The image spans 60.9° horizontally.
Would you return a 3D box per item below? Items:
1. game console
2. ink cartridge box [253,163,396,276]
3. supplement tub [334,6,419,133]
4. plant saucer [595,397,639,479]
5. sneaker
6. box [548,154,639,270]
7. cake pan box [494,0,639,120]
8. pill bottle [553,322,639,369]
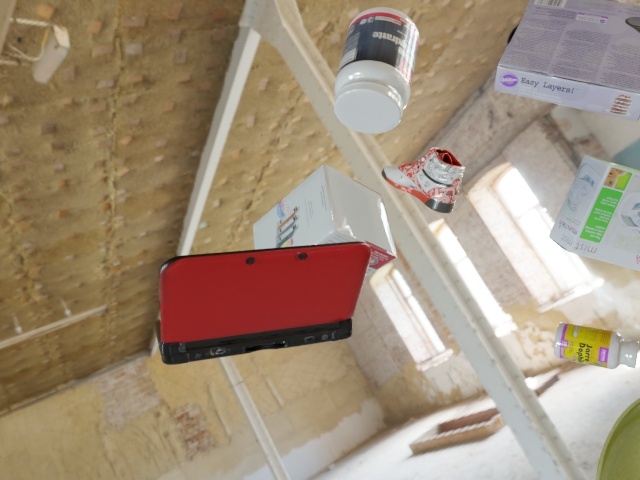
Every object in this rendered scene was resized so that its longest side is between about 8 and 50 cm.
[{"bbox_3d":[-0.050,0.038,0.412,0.144,0.085,0.124,-4,10,-20],"label":"game console"},{"bbox_3d":[0.000,0.000,0.830,0.128,0.127,0.176,22,-45,-36],"label":"ink cartridge box"},{"bbox_3d":[0.141,-0.430,1.383,0.191,0.272,0.191,10,-24,5],"label":"supplement tub"},{"bbox_3d":[0.339,0.251,0.473,0.241,0.240,0.037,-24,-17,-20],"label":"plant saucer"},{"bbox_3d":[0.278,-0.191,1.471,0.090,0.270,0.144,-1,-62,-33],"label":"sneaker"},{"bbox_3d":[0.745,-0.061,1.344,0.126,0.262,0.231,-99,25,-71],"label":"box"},{"bbox_3d":[0.479,-0.351,1.005,0.245,0.267,0.070,-60,-23,-29],"label":"cake pan box"},{"bbox_3d":[0.316,0.122,0.625,0.083,0.043,0.043,7,8,33],"label":"pill bottle"}]
